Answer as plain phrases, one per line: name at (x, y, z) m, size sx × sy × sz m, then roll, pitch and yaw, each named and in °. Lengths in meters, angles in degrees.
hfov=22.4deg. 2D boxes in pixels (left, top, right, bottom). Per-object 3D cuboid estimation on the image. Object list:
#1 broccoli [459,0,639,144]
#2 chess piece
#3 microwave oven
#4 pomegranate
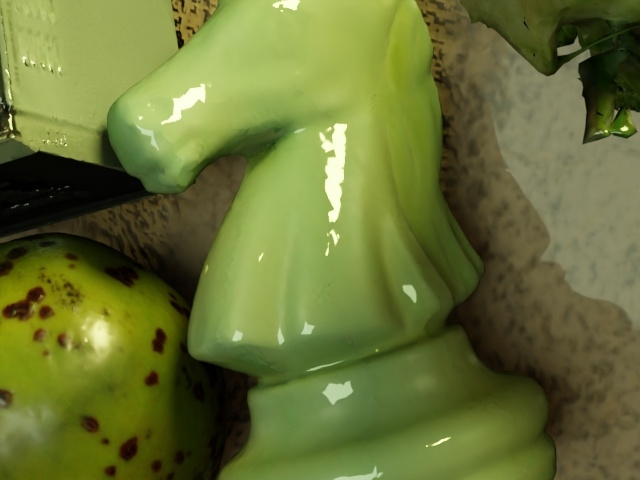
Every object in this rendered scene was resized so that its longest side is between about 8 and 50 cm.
broccoli at (0.175, -0.139, 0.628) m, size 0.304 × 0.283 × 0.321 m, roll 56°, pitch 147°, yaw 21°
chess piece at (0.000, 0.000, 0.798) m, size 0.175 × 0.176 × 0.298 m, roll -16°, pitch 90°, yaw 26°
microwave oven at (-0.247, -0.104, 0.861) m, size 0.295 × 0.181 × 0.237 m, roll -14°, pitch 79°, yaw 27°
pomegranate at (-0.167, 0.091, 0.885) m, size 0.246 × 0.198 × 0.198 m, roll 6°, pitch 102°, yaw 37°
